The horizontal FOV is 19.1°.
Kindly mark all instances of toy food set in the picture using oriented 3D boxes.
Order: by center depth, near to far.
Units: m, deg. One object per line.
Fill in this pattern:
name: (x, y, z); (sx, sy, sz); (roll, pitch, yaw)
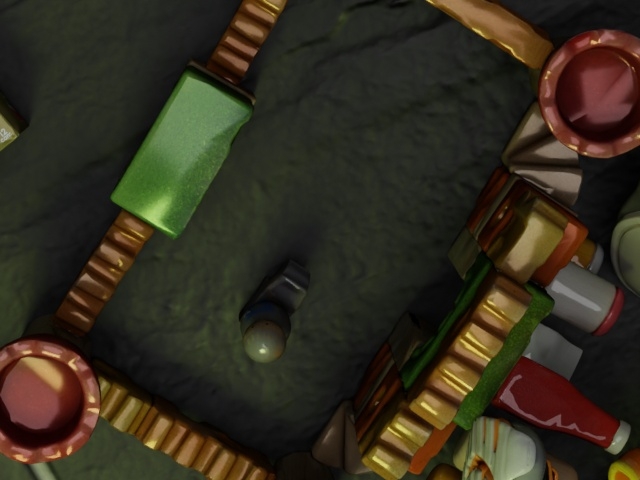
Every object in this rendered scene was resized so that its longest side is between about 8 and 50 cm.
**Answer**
toy food set: (0.170, 0.111, 1.357); (0.105, 0.111, 0.232); (28, 80, -4)

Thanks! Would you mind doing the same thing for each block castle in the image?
block castle: (0.000, 0.000, 1.291); (0.303, 0.213, 0.453); (31, 97, -8)

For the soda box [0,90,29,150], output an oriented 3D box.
soda box: (-0.295, -0.044, 1.344); (0.181, 0.061, 0.058); (-39, 99, 4)

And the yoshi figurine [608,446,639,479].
yoshi figurine: (0.401, 0.172, 1.344); (0.362, 0.203, 0.203); (-18, 136, -20)

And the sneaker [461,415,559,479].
sneaker: (0.132, 0.179, 1.261); (0.083, 0.215, 0.084); (8, 62, 3)

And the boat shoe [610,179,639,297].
boat shoe: (0.271, -0.041, 1.266); (0.112, 0.335, 0.095); (31, 71, 13)
